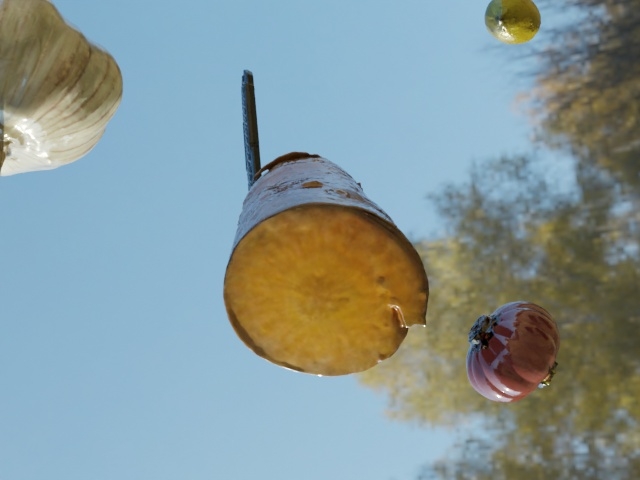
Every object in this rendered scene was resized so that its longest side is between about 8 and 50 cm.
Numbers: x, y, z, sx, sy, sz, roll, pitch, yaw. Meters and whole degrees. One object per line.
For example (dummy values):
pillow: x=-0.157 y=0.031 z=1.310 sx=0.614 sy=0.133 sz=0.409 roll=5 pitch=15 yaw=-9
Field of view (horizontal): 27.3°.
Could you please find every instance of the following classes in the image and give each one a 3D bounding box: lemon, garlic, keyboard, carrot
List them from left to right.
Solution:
garlic: x=-0.290 y=-0.095 z=1.144 sx=0.199 sy=0.199 sz=0.226 roll=44 pitch=-130 yaw=-45
keyboard: x=-0.085 y=-0.084 z=1.687 sx=0.106 sy=0.016 sz=0.262 roll=111 pitch=154 yaw=-74
carrot: x=0.000 y=0.000 z=1.334 sx=0.254 sy=0.196 sz=0.196 roll=-97 pitch=-15 yaw=-65
lemon: x=0.312 y=-0.357 z=2.127 sx=0.111 sy=0.082 sz=0.082 roll=6 pitch=-103 yaw=-47

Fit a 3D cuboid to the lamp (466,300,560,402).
lamp: x=0.194 y=0.113 z=1.333 sx=0.092 sy=0.107 sz=0.107 roll=33 pitch=-134 yaw=-8
